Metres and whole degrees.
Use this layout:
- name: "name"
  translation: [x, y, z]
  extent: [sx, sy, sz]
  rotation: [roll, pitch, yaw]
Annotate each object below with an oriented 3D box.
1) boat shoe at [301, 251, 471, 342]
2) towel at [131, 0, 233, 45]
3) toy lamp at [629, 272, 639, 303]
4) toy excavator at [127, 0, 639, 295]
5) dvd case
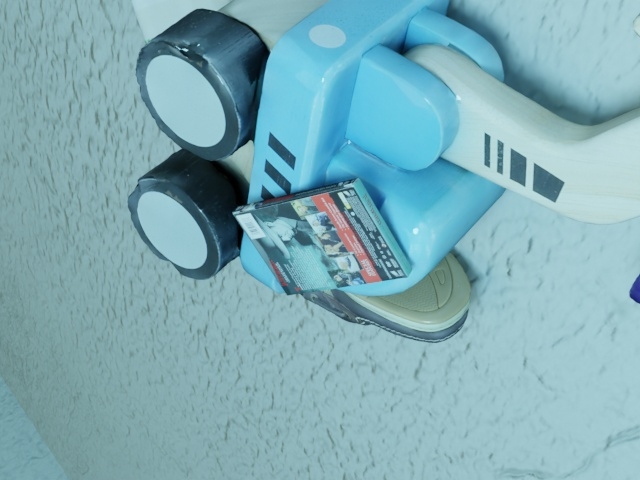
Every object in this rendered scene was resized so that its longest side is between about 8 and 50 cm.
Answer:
- name: "boat shoe"
  translation: [0.042, 0.036, 0.998]
  extent: [0.285, 0.103, 0.092]
  rotation: [26, 142, 45]
- name: "towel"
  translation: [-0.149, -0.265, 1.080]
  extent: [0.248, 0.038, 0.325]
  rotation: [4, 118, 54]
- name: "toy lamp"
  translation: [0.333, 0.103, 0.665]
  extent: [0.274, 0.080, 0.080]
  rotation: [48, 146, 24]
- name: "toy excavator"
  translation: [0.097, -0.081, 0.768]
  extent: [0.445, 0.222, 0.433]
  rotation: [32, 140, 17]
- name: "dvd case"
  translation: [0.000, 0.000, 0.759]
  extent: [0.119, 0.013, 0.087]
  rotation: [-12, 121, 38]
